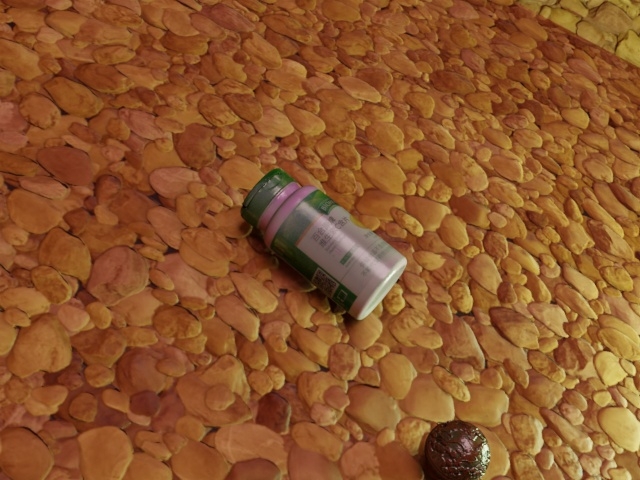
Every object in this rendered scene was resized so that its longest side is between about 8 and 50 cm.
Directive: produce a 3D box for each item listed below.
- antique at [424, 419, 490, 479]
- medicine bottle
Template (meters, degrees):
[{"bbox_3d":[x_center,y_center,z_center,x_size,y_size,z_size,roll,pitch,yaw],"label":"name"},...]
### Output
[{"bbox_3d":[0.203,0.313,1.410,0.104,0.104,0.104,14,44,-15],"label":"antique"},{"bbox_3d":[0.000,0.000,1.580,0.274,0.133,0.133,38,43,11],"label":"medicine bottle"}]
